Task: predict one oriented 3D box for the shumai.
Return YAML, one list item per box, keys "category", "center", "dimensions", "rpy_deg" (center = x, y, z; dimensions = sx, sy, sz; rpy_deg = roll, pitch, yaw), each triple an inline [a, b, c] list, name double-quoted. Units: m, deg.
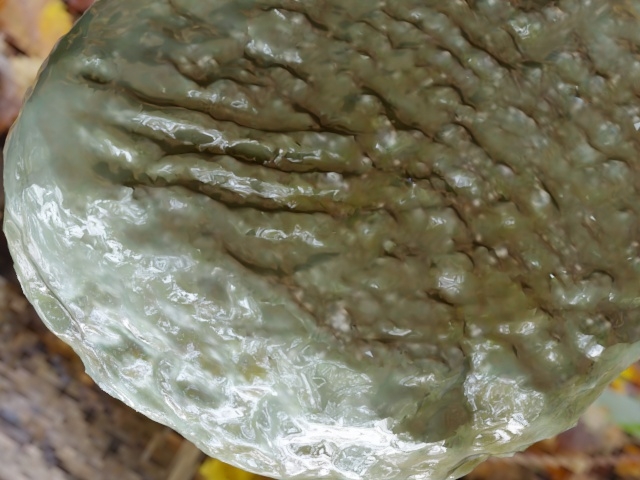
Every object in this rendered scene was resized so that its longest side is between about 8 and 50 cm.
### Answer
- category: "shumai"
  center: [0.000, 0.000, 0.746]
  dimensions: [0.225, 0.260, 0.222]
  rpy_deg: [63, 152, 13]
